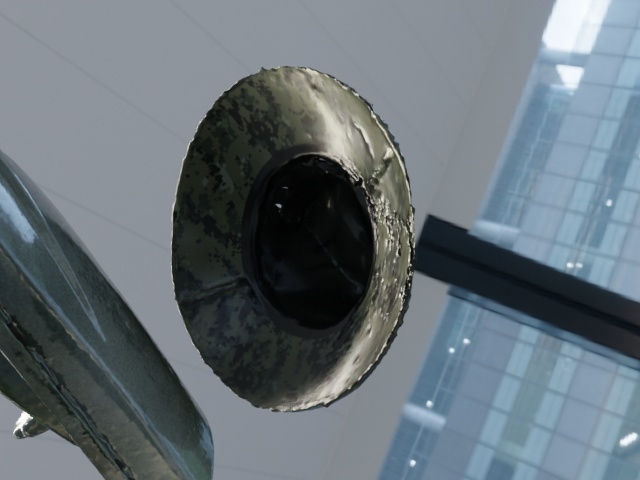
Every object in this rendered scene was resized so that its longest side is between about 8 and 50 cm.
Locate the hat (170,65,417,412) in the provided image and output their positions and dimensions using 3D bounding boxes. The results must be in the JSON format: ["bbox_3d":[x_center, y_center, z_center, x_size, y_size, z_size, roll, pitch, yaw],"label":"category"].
[{"bbox_3d":[0.000,0.000,0.628,0.128,0.266,0.265,7,-81,-52],"label":"hat"}]

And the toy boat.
[{"bbox_3d":[-0.168,0.048,0.475,0.092,0.141,0.319,-31,-65,-6],"label":"toy boat"}]
